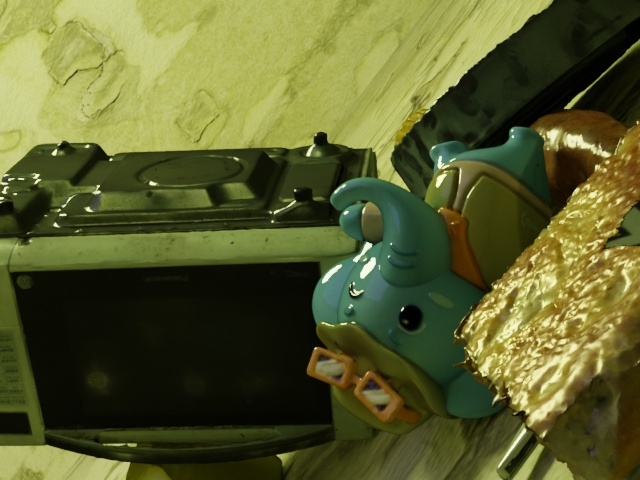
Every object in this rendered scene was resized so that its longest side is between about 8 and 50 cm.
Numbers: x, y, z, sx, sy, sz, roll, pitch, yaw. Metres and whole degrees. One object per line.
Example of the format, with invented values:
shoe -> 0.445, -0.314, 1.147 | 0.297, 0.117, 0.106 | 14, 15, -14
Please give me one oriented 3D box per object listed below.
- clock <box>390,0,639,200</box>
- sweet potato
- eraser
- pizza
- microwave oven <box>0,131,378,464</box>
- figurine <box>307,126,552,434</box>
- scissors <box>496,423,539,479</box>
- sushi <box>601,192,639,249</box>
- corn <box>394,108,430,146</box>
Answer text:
clock -> 0.202, -0.150, 1.203 | 0.312, 0.061, 0.312 | -38, -7, -5
sweet potato -> 0.222, -0.067, 1.041 | 0.097, 0.097, 0.252 | -52, 13, -2
eraser -> -0.119, 0.249, 1.264 | 0.069, 0.158, 0.226 | -53, 8, 10
pizza -> 0.184, 0.036, 0.777 | 0.226, 0.086, 0.335 | -35, 19, 43
microwave oven -> -0.139, 0.039, 1.250 | 0.333, 0.394, 0.247 | -78, -15, -68
figurine -> 0.087, 0.028, 0.992 | 0.154, 0.180, 0.262 | 76, -150, -80
scissors -> 0.172, 0.093, 0.843 | 0.176, 0.022, 0.085 | -51, 15, -18
sushi -> 0.249, -0.072, 0.504 | 0.219, 0.047, 0.231 | -5, 21, 33
corn -> 0.157, -0.121, 1.543 | 0.097, 0.097, 0.262 | -52, 11, -1
